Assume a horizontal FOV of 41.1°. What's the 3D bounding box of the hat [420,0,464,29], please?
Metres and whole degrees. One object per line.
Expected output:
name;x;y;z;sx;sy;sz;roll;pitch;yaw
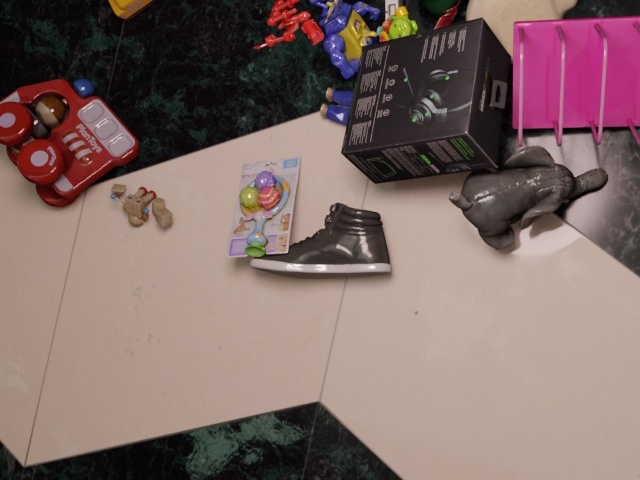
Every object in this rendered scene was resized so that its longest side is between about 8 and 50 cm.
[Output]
hat;0.267;-0.466;1.714;0.208;0.183;0.173;-21;40;18

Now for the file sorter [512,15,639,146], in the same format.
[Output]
file sorter;0.489;-0.273;1.506;0.290;0.182;0.202;0;116;12

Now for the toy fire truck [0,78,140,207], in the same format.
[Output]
toy fire truck;-0.590;-0.243;1.951;0.254;0.169;0.302;-38;74;-13

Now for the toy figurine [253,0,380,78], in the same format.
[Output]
toy figurine;0.034;-0.434;1.762;0.191;0.217;0.363;-19;35;30

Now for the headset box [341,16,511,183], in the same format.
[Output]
headset box;0.205;-0.255;1.584;0.283;0.131;0.246;-6;62;35

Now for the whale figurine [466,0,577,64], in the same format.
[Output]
whale figurine;0.406;-0.400;1.644;0.272;0.141;0.216;43;116;-6

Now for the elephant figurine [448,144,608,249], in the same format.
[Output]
elephant figurine;0.389;-0.099;1.577;0.239;0.186;0.169;-22;114;28

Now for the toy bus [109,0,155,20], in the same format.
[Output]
toy bus;-0.496;-0.677;1.955;0.108;0.130;0.333;-30;77;14

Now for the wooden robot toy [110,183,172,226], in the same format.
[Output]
wooden robot toy;-0.400;-0.066;1.918;0.173;0.076;0.079;24;128;19

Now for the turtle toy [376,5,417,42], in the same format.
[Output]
turtle toy;0.152;-0.404;1.677;0.066;0.130;0.095;-25;92;-14

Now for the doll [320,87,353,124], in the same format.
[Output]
doll;0.099;-0.271;1.764;0.189;0.046;0.129;17;83;19

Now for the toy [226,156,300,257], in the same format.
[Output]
toy;-0.124;-0.081;1.771;0.136;0.056;0.237;-5;61;19

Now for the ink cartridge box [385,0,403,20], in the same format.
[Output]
ink cartridge box;0.152;-0.468;1.762;0.028;0.048;0.083;-1;85;17

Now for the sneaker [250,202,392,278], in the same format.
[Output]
sneaker;0.000;0.000;1.751;0.295;0.104;0.147;-2;80;15
